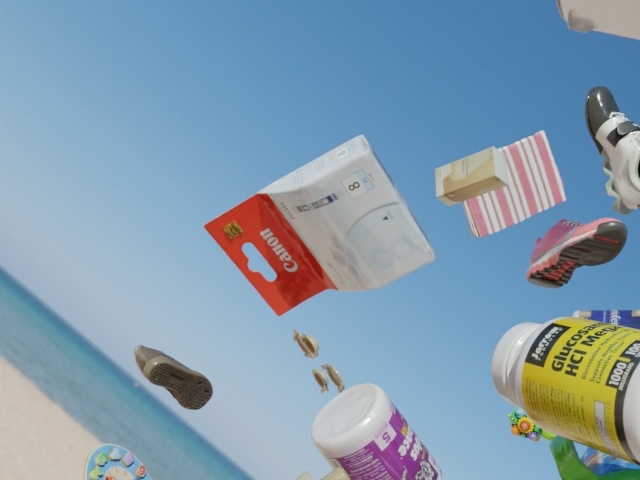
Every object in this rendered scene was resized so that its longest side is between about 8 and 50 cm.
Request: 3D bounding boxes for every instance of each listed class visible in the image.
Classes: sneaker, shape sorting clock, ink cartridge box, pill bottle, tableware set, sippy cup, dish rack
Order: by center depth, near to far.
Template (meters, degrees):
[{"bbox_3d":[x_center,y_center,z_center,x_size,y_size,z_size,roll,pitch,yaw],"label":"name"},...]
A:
[{"bbox_3d":[0.417,0.216,1.341,0.188,0.188,0.334,46,-17,-23],"label":"pill bottle"},{"bbox_3d":[-0.252,0.230,1.542,0.071,0.066,0.188,42,-7,38],"label":"sneaker"},{"bbox_3d":[0.541,0.457,1.558,0.224,0.240,0.305,-51,130,-68],"label":"sippy cup"},{"bbox_3d":[0.589,-0.463,1.703,0.333,0.072,0.285,20,-13,29],"label":"dish rack"},{"bbox_3d":[0.128,0.434,1.708,0.301,0.169,0.169,54,-18,-18],"label":"pill bottle"},{"bbox_3d":[-0.388,0.496,1.761,0.206,0.040,0.206,46,25,-29],"label":"shape sorting clock"},{"bbox_3d":[0.000,0.000,1.851,0.308,0.385,0.091,54,14,-33],"label":"ink cartridge box"},{"bbox_3d":[-0.008,0.253,1.861,0.168,0.020,0.141,57,-19,4],"label":"tableware set"},{"bbox_3d":[0.572,-0.003,2.041,0.116,0.136,0.314,16,-28,-18],"label":"sneaker"},{"bbox_3d":[0.760,-0.241,2.191,0.146,0.122,0.330,-30,-108,56],"label":"sneaker"},{"bbox_3d":[0.773,0.251,2.248,0.265,0.153,0.153,-2,-32,20],"label":"pill bottle"}]

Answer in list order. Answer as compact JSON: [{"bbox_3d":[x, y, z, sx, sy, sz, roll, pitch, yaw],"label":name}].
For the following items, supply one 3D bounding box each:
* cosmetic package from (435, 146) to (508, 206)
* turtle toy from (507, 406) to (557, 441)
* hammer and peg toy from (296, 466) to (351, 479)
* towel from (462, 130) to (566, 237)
[{"bbox_3d":[0.247,-0.105,1.469,0.115,0.060,0.041,-22,-36,36],"label":"cosmetic package"},{"bbox_3d":[0.518,0.448,2.171,0.130,0.095,0.066,15,11,22],"label":"turtle toy"},{"bbox_3d":[0.089,0.548,1.428,0.361,0.127,0.266,49,-13,33],"label":"hammer and peg toy"},{"bbox_3d":[0.346,-0.103,1.639,0.029,0.197,0.144,-143,-149,-73],"label":"towel"}]
